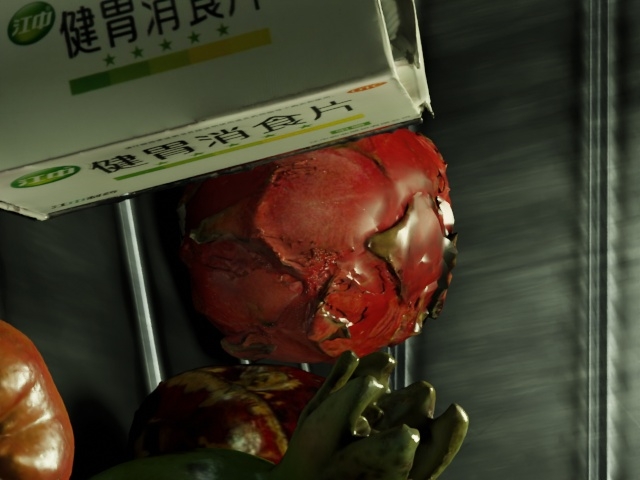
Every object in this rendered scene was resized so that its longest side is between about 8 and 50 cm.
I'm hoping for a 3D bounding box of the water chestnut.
[{"bbox_3d":[-0.068,0.196,1.114,0.223,0.238,0.224,-1,-92,61],"label":"water chestnut"}]

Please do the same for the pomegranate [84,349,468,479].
[{"bbox_3d":[-0.055,0.198,0.896,0.242,0.242,0.306,-64,167,-79],"label":"pomegranate"}]

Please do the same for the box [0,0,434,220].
[{"bbox_3d":[-0.091,-0.128,1.068,0.173,0.333,0.145,27,50,-79],"label":"box"}]

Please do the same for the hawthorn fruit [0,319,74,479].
[{"bbox_3d":[-0.190,0.100,0.742,0.125,0.140,0.125,27,49,-35],"label":"hawthorn fruit"}]

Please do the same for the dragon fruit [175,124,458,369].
[{"bbox_3d":[0.000,0.000,1.619,0.295,0.301,0.296,-13,90,-89],"label":"dragon fruit"}]
